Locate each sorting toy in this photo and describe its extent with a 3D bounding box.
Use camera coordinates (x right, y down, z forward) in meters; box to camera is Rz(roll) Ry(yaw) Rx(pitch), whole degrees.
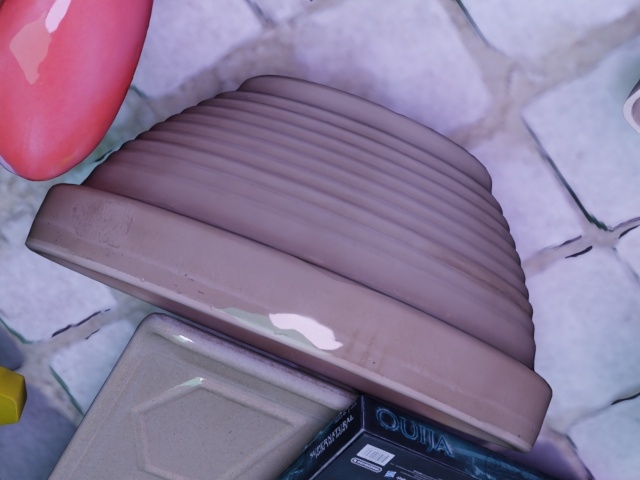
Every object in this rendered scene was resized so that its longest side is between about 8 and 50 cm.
[{"bbox_3d":[-0.080,0.124,0.716,0.307,0.041,0.229,24,128,-15],"label":"sorting toy"}]

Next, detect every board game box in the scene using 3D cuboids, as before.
[{"bbox_3d":[0.063,0.155,0.684,0.186,0.026,0.126,26,127,-22],"label":"board game box"}]

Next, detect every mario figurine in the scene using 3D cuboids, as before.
[{"bbox_3d":[-0.192,-0.159,0.514,0.170,0.198,0.320,-20,104,40],"label":"mario figurine"}]

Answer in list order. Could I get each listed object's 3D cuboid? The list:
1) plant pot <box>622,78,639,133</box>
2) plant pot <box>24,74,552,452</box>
[{"bbox_3d":[0.197,-0.067,0.520,0.109,0.096,0.109,42,122,-9],"label":"plant pot"},{"bbox_3d":[0.000,0.000,0.584,0.237,0.237,0.109,21,83,6],"label":"plant pot"}]
